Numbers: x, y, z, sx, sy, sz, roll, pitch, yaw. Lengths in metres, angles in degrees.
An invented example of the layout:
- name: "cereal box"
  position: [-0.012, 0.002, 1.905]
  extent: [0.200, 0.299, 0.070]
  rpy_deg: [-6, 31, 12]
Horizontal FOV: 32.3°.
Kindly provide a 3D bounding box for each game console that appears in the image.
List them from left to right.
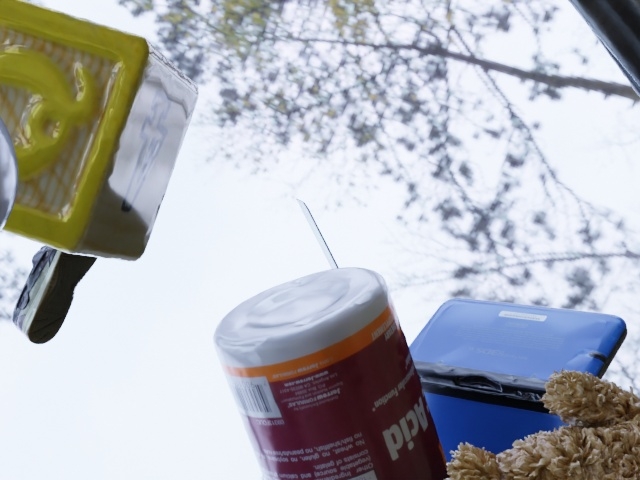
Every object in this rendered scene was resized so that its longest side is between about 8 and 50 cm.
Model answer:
- name: "game console"
  position: [0.257, 0.226, 1.513]
  extent: [0.250, 0.293, 0.173]
  rpy_deg: [-46, -52, -38]

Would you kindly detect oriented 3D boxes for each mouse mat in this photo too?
- name: "mouse mat"
  position: [0.000, 0.000, 1.846]
  extent: [0.007, 0.189, 0.152]
  rpy_deg: [-27, -84, -4]

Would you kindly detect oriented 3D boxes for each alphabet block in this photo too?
- name: "alphabet block"
  position: [-0.243, -0.099, 1.005]
  extent: [0.197, 0.192, 0.193]
  rpy_deg: [27, -100, -82]

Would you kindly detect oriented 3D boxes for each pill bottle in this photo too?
- name: "pill bottle"
  position: [0.033, 0.251, 1.370]
  extent: [0.224, 0.224, 0.392]
  rpy_deg: [-26, -74, -24]

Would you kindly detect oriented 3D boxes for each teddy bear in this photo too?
- name: "teddy bear"
  position: [0.276, 0.218, 0.975]
  extent: [0.338, 0.245, 0.113]
  rpy_deg: [-1, -39, -4]

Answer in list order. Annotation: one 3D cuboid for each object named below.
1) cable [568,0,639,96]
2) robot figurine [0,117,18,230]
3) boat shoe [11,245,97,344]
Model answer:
- name: "cable"
  position: [0.154, -0.086, 0.452]
  extent: [0.072, 0.287, 0.139]
  rpy_deg: [-41, -26, 29]
- name: "robot figurine"
  position: [-0.331, -0.007, 0.731]
  extent: [0.278, 0.173, 0.209]
  rpy_deg: [-44, -82, 8]
- name: "boat shoe"
  position: [-0.380, 0.037, 1.586]
  extent: [0.223, 0.073, 0.080]
  rpy_deg: [-65, -28, -1]
